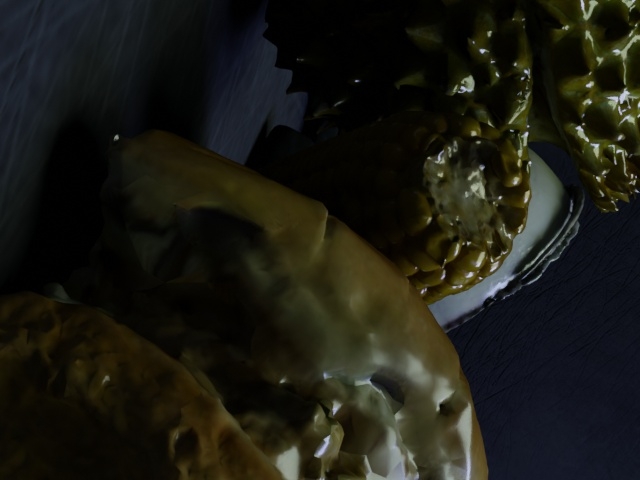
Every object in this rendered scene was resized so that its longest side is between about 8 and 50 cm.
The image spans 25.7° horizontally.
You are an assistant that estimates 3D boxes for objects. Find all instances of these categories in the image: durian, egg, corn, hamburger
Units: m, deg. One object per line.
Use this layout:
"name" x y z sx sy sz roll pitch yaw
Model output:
"durian" 0.052 -0.124 0.525 0.137 0.237 0.193 -7 155 -38
"egg" 0.098 -0.023 1.355 0.264 0.174 0.286 -39 -172 -14
"corn" 0.000 0.000 0.505 0.207 0.068 0.068 -13 -131 60
"hamburger" -0.027 0.096 0.453 0.283 0.156 0.144 102 10 -54

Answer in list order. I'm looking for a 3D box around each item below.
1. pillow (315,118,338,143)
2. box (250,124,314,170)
"pillow" 0.092 -0.147 0.882 0.283 0.138 0.310 -56 169 -30
"box" -0.043 0.014 0.741 0.126 0.027 0.125 105 10 -67
